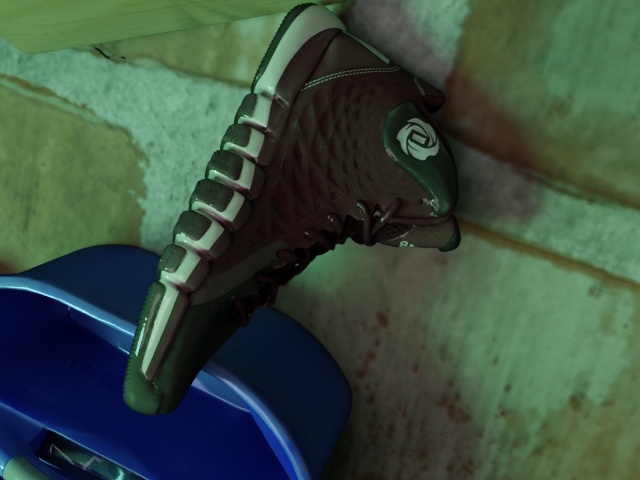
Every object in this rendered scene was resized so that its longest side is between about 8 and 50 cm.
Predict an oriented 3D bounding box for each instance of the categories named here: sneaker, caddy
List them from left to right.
[{"bbox_3d":[-0.143,0.149,0.722,0.341,0.179,0.241,23,114,14],"label":"caddy"},{"bbox_3d":[0.000,0.000,0.610,0.162,0.106,0.281,26,78,-3],"label":"sneaker"}]

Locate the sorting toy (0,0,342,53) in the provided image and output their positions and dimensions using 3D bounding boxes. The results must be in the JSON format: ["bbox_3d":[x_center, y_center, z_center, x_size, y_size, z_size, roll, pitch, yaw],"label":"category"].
[{"bbox_3d":[-0.142,-0.228,0.585,0.257,0.255,0.089,-4,69,21],"label":"sorting toy"}]
